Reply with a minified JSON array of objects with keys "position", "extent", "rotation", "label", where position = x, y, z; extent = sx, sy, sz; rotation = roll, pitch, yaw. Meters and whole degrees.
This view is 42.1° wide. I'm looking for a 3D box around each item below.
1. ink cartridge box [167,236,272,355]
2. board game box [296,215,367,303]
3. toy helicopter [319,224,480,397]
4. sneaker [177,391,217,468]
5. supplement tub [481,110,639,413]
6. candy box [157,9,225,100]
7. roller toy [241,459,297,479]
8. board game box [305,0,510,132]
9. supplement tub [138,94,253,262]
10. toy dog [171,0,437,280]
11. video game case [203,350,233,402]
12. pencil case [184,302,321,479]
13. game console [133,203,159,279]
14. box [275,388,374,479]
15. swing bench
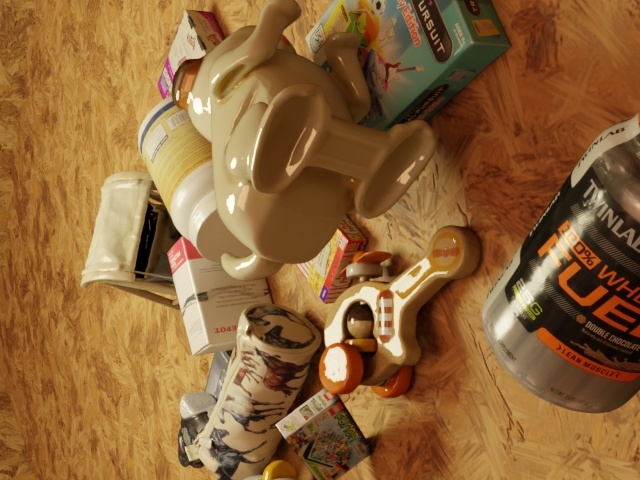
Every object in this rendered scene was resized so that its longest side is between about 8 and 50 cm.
[{"position":[-0.205,0.111,1.755],"extent":[0.100,0.172,0.237],"rotation":[-38,63,52],"label":"ink cartridge box"},{"position":[0.000,0.000,1.551],"extent":[0.193,0.045,0.147],"rotation":[51,133,41],"label":"board game box"},{"position":[0.122,0.085,1.346],"extent":[0.355,0.140,0.235],"rotation":[-46,47,35],"label":"toy helicopter"},{"position":[-0.255,0.476,1.904],"extent":[0.268,0.101,0.153],"rotation":[45,131,51],"label":"sneaker"},{"position":[0.339,0.015,0.909],"extent":[0.207,0.207,0.338],"rotation":[57,137,35],"label":"supplement tub"},{"position":[-0.291,-0.386,1.910],"extent":[0.233,0.071,0.159],"rotation":[-56,49,44],"label":"candy box"},{"position":[-0.093,0.560,1.635],"extent":[0.191,0.209,0.146],"rotation":[51,148,-13],"label":"roller toy"},{"position":[0.118,-0.313,1.307],"extent":[0.336,0.079,0.254],"rotation":[-41,61,50],"label":"board game box"},{"position":[-0.219,-0.132,1.696],"extent":[0.316,0.228,0.228],"rotation":[59,138,34],"label":"supplement tub"},{"position":[-0.067,-0.175,1.304],"extent":[0.408,0.284,0.395],"rotation":[58,135,43],"label":"toy dog"},{"position":[-0.219,0.399,1.947],"extent":[0.196,0.026,0.274],"rotation":[48,131,42],"label":"video game case"},{"position":[-0.134,0.308,1.670],"extent":[0.160,0.183,0.410],"rotation":[52,133,40],"label":"pencil case"},{"position":[-0.541,-0.036,2.351],"extent":[0.361,0.044,0.213],"rotation":[39,125,48],"label":"game console"},{"position":[0.011,0.339,1.426],"extent":[0.036,0.114,0.207],"rotation":[47,170,43],"label":"box"},{"position":[-0.374,-0.001,1.859],"extent":[0.165,0.254,0.253],"rotation":[-24,54,54],"label":"swing bench"}]
